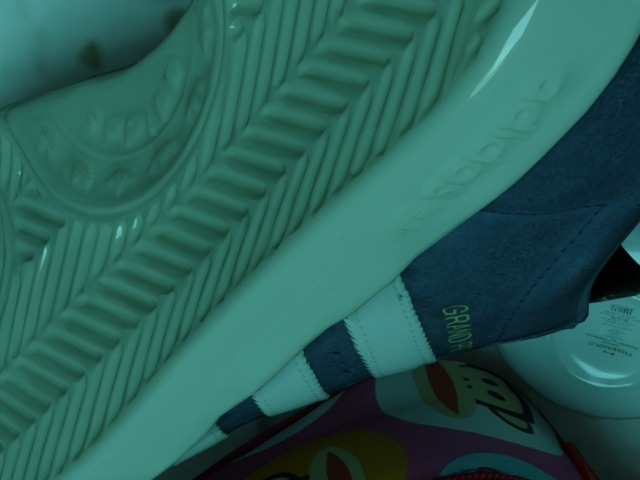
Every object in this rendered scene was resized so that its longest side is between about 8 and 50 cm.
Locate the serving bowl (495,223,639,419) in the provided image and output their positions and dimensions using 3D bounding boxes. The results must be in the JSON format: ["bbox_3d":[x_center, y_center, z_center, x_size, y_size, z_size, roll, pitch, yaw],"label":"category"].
[{"bbox_3d":[0.089,0.023,0.575,0.083,0.027,0.083,6,122,10],"label":"serving bowl"}]

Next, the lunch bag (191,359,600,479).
[{"bbox_3d":[0.049,0.189,0.618,0.258,0.120,0.293,-33,114,4],"label":"lunch bag"}]

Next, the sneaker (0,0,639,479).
[{"bbox_3d":[0.000,0.000,0.535,0.148,0.131,0.350,6,154,-38],"label":"sneaker"}]
